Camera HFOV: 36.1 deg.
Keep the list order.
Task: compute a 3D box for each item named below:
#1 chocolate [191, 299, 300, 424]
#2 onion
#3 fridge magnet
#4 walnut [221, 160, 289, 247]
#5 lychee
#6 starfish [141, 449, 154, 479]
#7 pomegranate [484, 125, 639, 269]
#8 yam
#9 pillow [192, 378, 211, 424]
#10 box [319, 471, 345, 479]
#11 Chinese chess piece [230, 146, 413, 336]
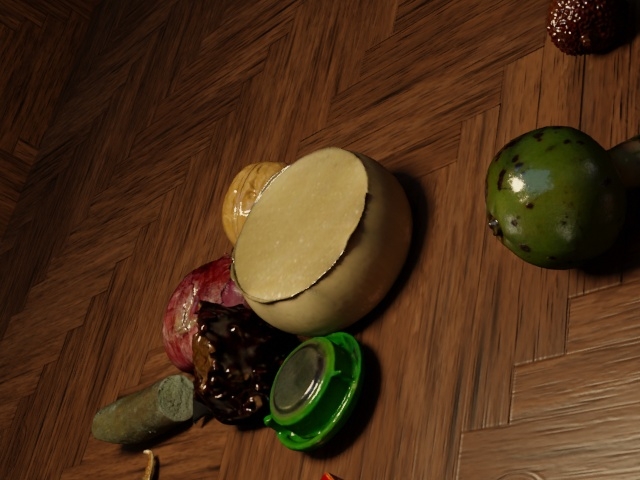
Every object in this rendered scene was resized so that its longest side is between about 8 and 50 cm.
[{"bbox_3d":[-0.175,0.196,1.733,0.206,0.177,0.224,-46,40,2],"label":"chocolate"},{"bbox_3d":[-0.239,0.126,2.001,0.227,0.120,0.284,-25,43,37],"label":"onion"},{"bbox_3d":[-0.008,0.239,1.585,0.208,0.088,0.208,-40,30,29],"label":"fridge magnet"},{"bbox_3d":[-0.112,-0.064,1.947,0.165,0.165,0.197,-6,51,54],"label":"walnut"},{"bbox_3d":[0.403,-0.340,1.480,0.123,0.123,0.129,-35,16,35],"label":"lychee"},{"bbox_3d":[-0.375,0.535,1.908,0.138,0.050,0.247,-34,31,36],"label":"starfish"},{"bbox_3d":[0.333,-0.068,1.292,0.247,0.202,0.202,-23,36,0],"label":"pomegranate"},{"bbox_3d":[-0.358,0.352,1.988,0.259,0.106,0.106,-29,41,41],"label":"yam"},{"bbox_3d":[-0.194,0.280,1.865,0.150,0.048,0.090,-35,30,33],"label":"pillow"},{"bbox_3d":[0.047,0.474,1.294,0.197,0.089,0.313,-56,30,1],"label":"box"},{"bbox_3d":[0.000,0.000,1.706,0.338,0.140,0.338,-28,42,28],"label":"Chinese chess piece"}]
